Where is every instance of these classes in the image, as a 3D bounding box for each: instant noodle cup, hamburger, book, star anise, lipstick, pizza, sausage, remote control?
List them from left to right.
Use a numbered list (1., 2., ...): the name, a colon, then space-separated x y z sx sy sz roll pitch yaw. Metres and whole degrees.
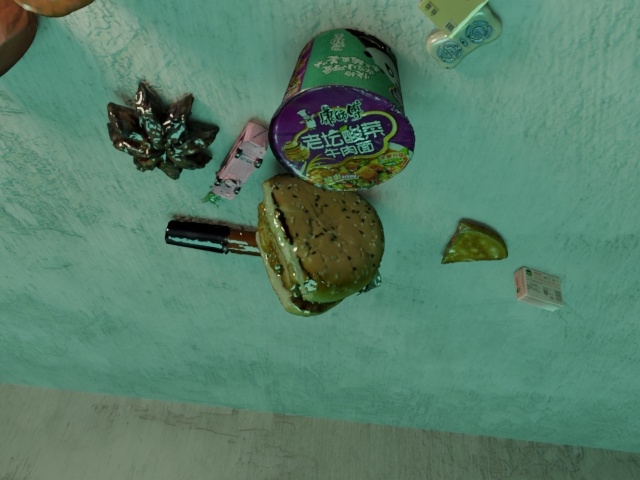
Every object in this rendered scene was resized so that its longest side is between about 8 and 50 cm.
1. sausage: -0.625 -0.357 0.973 0.254 0.148 0.148 -15 139 32
2. star anise: -0.345 -0.211 1.154 0.235 0.109 0.223 14 149 -12
3. lipstick: -0.202 0.005 1.454 0.418 0.077 0.077 8 145 -3
4. hamburger: 0.000 0.000 1.231 0.276 0.318 0.195 -11 154 -33
5. instant noodle cup: 0.043 -0.239 0.965 0.251 0.190 0.251 5 145 3
6. book: 0.219 -0.385 0.854 0.077 0.014 0.111 41 134 -8
7. remote control: 0.242 -0.344 0.917 0.074 0.032 0.122 32 139 -30
8. pizza: 0.390 0.023 1.404 0.184 0.036 0.176 21 145 -21

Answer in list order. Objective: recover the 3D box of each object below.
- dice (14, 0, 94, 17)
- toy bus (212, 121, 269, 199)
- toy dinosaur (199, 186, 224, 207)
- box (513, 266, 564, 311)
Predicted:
1. dice: -0.380 -0.445 0.767 0.174 0.174 0.179 -7 143 22
2. toy bus: -0.174 -0.172 1.186 0.063 0.090 0.203 23 141 -21
3. toy dinosaur: -0.274 -0.110 1.351 0.083 0.021 0.062 0 137 4
4. box: 0.594 0.133 1.475 0.125 0.089 0.043 18 144 -13
